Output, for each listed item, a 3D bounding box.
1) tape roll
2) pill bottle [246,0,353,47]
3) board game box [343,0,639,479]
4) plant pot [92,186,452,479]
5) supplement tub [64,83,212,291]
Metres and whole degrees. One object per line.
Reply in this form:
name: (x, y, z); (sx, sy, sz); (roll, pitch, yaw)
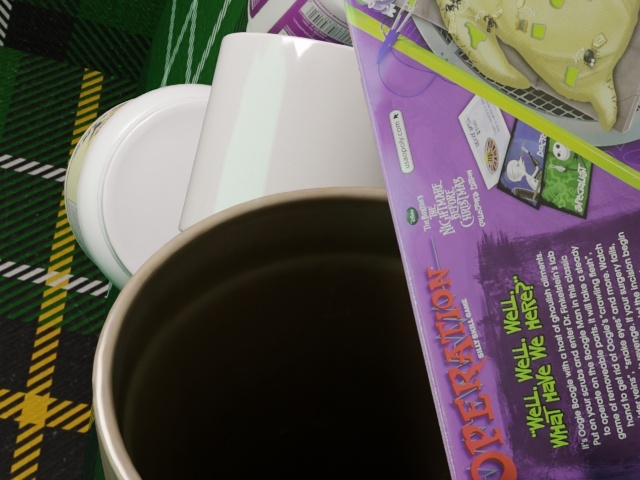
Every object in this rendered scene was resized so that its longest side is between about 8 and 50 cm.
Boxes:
tape roll: (0.017, -0.062, 0.959); (0.246, 0.246, 0.169); (-163, 87, -73)
pill bottle: (0.016, -0.268, 1.254); (0.301, 0.169, 0.169); (155, 126, -69)
board game box: (0.126, -0.064, 0.518); (0.056, 0.208, 0.347); (15, -118, -73)
plant pot: (0.021, 0.170, 0.734); (0.323, 0.323, 0.280); (-95, 9, -47)
supplement tub: (-0.150, -0.047, 1.231); (0.325, 0.235, 0.235); (-166, 90, -73)
